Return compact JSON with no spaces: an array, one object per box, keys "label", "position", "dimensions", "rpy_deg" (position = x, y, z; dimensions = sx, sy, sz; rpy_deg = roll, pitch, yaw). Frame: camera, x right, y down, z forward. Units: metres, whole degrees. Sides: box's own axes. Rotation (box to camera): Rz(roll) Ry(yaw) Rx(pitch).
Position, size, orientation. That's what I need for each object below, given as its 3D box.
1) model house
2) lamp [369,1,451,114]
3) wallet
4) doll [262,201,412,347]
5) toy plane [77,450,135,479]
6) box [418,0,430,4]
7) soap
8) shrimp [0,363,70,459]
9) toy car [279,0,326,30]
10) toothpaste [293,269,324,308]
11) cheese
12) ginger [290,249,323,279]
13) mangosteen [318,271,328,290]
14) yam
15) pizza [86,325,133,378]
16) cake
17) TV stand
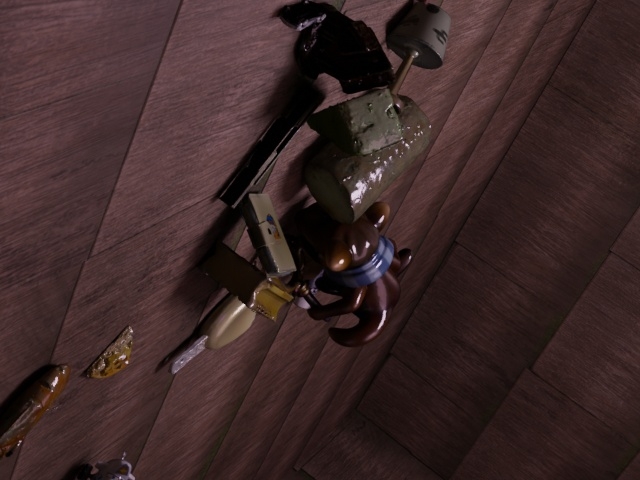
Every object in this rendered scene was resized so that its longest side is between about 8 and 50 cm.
[{"label":"model house","position":[0.049,-0.302,1.760],"dimensions":[0.106,0.152,0.165],"rpy_deg":[-60,167,-2]},{"label":"lamp","position":[0.173,-0.348,2.071],"dimensions":[0.215,0.121,0.121],"rpy_deg":[-63,168,-14]},{"label":"wallet","position":[-0.100,-0.008,1.965],"dimensions":[0.039,0.155,0.110],"rpy_deg":[-23,174,18]},{"label":"doll","position":[0.054,0.055,2.321],"dimensions":[0.318,0.209,0.340],"rpy_deg":[-48,140,-19]},{"label":"toy plane","position":[-0.448,0.519,2.135],"dimensions":[0.107,0.182,0.273],"rpy_deg":[-86,-163,-49]},{"label":"box","position":[0.220,-0.545,1.850],"dimensions":[0.215,0.086,0.215],"rpy_deg":[-47,164,-27]},{"label":"soap","position":[-0.137,0.079,2.064],"dimensions":[0.076,0.135,0.233],"rpy_deg":[-53,165,-1]},{"label":"shrimp","position":[-0.465,0.282,1.691],"dimensions":[0.217,0.051,0.115],"rpy_deg":[-51,167,-20]},{"label":"toy car","position":[-0.025,-0.343,1.643],"dimensions":[0.093,0.041,0.025],"rpy_deg":[-32,157,-51]},{"label":"toothpaste","position":[-0.010,0.073,2.634],"dimensions":[0.193,0.045,0.071],"rpy_deg":[-67,170,22]},{"label":"cheese","position":[-0.225,0.194,2.221],"dimensions":[0.251,0.054,0.127],"rpy_deg":[-41,157,-39]},{"label":"ginger","position":[-0.003,0.003,2.428],"dimensions":[0.137,0.074,0.213],"rpy_deg":[-37,163,-41]},{"label":"mangosteen","position":[0.076,0.084,2.708],"dimensions":[0.181,0.146,0.156],"rpy_deg":[-61,166,27]},{"label":"yam","position":[0.090,-0.166,2.171],"dimensions":[0.268,0.161,0.161],"rpy_deg":[-47,164,-29]},{"label":"pizza","position":[-0.354,0.197,1.882],"dimensions":[0.108,0.026,0.123],"rpy_deg":[-60,163,15]},{"label":"cake","position":[0.045,-0.231,1.886],"dimensions":[0.100,0.235,0.099],"rpy_deg":[-23,117,-14]},{"label":"TV stand","position":[-0.088,-0.161,1.869],"dimensions":[0.249,0.036,0.042],"rpy_deg":[-52,167,-5]}]
